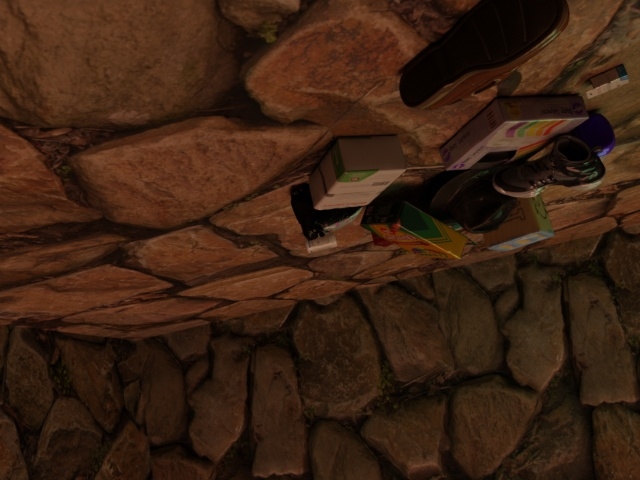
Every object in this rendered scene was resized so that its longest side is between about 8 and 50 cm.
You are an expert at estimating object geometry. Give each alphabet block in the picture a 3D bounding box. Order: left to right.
[{"bbox_3d":[0.678,-0.084,1.860,0.194,0.197,0.192,-22,164,33],"label":"alphabet block"}]

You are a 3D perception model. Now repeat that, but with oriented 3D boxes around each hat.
[{"bbox_3d":[0.494,-0.098,1.616,0.332,0.133,0.331,-20,152,-11],"label":"hat"}]

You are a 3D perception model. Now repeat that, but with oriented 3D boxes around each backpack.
[{"bbox_3d":[0.023,-0.091,1.429,0.182,0.151,0.115,-22,174,-15],"label":"backpack"}]

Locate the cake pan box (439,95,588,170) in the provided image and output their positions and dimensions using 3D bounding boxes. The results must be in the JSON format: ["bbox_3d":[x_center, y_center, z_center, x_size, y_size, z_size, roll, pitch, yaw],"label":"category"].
[{"bbox_3d":[0.458,-0.255,1.287,0.246,0.070,0.267,-5,164,-21],"label":"cake pan box"}]

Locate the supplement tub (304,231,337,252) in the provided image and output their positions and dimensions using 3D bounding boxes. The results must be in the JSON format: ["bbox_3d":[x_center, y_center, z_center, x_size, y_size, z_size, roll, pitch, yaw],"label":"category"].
[{"bbox_3d":[0.000,0.000,1.857,0.107,0.071,0.071,-12,166,1],"label":"supplement tub"}]

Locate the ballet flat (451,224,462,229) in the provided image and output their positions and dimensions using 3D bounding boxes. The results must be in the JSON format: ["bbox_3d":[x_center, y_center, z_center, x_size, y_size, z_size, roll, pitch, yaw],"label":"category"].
[{"bbox_3d":[0.602,-0.086,2.108,0.168,0.057,0.052,-14,-166,20],"label":"ballet flat"}]

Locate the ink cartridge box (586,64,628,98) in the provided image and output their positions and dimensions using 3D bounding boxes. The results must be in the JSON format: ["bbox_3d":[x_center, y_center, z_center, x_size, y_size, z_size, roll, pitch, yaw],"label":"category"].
[{"bbox_3d":[0.623,-0.346,1.154,0.083,0.028,0.048,-21,163,28],"label":"ink cartridge box"}]

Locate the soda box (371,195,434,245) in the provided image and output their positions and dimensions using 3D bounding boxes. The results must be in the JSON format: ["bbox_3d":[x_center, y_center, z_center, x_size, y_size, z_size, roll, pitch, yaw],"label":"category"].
[{"bbox_3d":[0.304,-0.061,1.837,0.263,0.092,0.083,-23,161,34],"label":"soda box"}]

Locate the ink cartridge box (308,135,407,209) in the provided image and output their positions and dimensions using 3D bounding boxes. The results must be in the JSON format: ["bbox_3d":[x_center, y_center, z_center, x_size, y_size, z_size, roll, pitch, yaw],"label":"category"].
[{"bbox_3d":[0.081,-0.159,1.274,0.160,0.092,0.219,-6,164,-23],"label":"ink cartridge box"}]

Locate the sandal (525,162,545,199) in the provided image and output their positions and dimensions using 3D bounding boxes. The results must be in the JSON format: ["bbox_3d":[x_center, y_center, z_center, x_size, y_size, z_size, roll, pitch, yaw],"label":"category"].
[{"bbox_3d":[0.707,-0.194,1.686,0.079,0.088,0.240,-13,162,27],"label":"sandal"}]

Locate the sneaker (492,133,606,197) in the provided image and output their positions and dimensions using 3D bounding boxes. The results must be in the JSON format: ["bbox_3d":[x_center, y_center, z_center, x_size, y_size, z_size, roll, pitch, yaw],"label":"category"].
[{"bbox_3d":[0.564,-0.190,1.321,0.269,0.101,0.153,-4,153,25],"label":"sneaker"}]

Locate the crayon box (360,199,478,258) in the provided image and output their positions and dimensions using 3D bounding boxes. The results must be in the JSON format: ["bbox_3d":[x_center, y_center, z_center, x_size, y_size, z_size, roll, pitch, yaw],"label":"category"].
[{"bbox_3d":[0.309,-0.019,1.659,0.319,0.081,0.202,25,168,-25],"label":"crayon box"}]

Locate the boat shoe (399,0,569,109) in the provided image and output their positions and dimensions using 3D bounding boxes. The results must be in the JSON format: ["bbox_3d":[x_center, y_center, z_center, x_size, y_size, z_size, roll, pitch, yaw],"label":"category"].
[{"bbox_3d":[0.271,-0.310,0.870,0.105,0.110,0.307,-6,174,-38],"label":"boat shoe"}]

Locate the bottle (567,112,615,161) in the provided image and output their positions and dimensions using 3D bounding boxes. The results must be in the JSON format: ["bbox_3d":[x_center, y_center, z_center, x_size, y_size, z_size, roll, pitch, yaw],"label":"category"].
[{"bbox_3d":[0.721,-0.243,1.447,0.092,0.118,0.283,-19,164,11],"label":"bottle"}]
